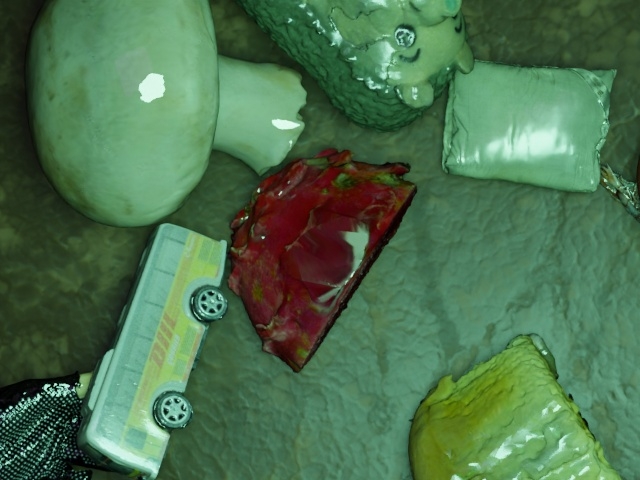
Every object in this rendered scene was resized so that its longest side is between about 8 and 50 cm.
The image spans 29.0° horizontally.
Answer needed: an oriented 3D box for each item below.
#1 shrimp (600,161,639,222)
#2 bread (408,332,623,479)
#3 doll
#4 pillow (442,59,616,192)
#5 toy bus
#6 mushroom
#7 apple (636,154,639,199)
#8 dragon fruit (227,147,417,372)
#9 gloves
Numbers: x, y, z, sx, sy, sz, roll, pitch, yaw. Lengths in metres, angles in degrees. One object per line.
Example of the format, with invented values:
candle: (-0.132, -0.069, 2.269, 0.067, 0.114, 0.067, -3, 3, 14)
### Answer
shrimp: (0.331, -0.054, 1.343, 0.092, 0.038, 0.029, 42, 87, 9)
bread: (0.193, 0.239, 1.260, 0.204, 0.162, 0.262, -37, 66, 11)
doll: (0.026, -0.286, 1.309, 0.247, 0.247, 0.350, -28, 89, 1)
pillow: (0.219, -0.127, 1.345, 0.181, 0.078, 0.134, 8, 83, 9)
toy bus: (-0.174, 0.116, 1.309, 0.106, 0.092, 0.268, 22, 68, -13)
mushroom: (-0.162, -0.163, 1.306, 0.290, 0.297, 0.298, -2, 81, -22)
apple: (0.429, -0.058, 1.247, 0.218, 0.201, 0.218, 0, 76, 1)
dragon fruit: (0.000, 0.000, 1.326, 0.163, 0.189, 0.262, 37, 83, -21)
gloves: (-0.271, 0.204, 1.352, 0.180, 0.106, 0.129, -1, 83, -24)
